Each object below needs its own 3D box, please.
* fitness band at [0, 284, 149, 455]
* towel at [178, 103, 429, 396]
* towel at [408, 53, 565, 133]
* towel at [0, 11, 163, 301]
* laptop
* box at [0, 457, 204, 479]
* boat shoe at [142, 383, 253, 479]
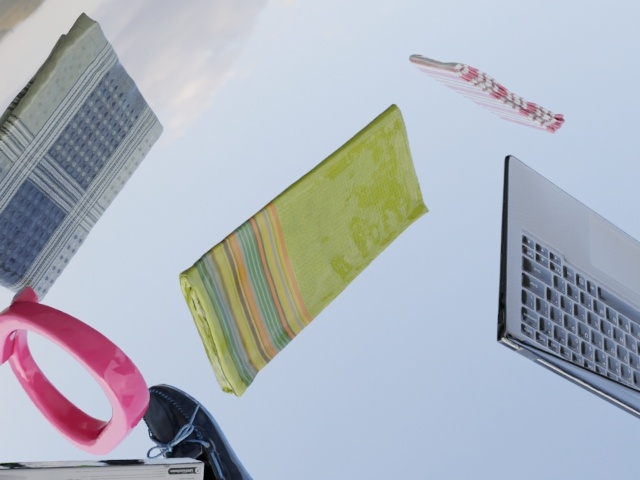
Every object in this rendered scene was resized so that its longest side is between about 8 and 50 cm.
[{"bbox_3d":[-0.309,0.166,1.045,0.054,0.209,0.291,-47,179,-35],"label":"fitness band"},{"bbox_3d":[0.000,0.000,0.615,0.021,0.102,0.237,14,-138,39],"label":"towel"},{"bbox_3d":[0.228,-0.208,1.194,0.029,0.197,0.144,-63,-154,5],"label":"towel"},{"bbox_3d":[-0.342,-0.095,1.105,0.324,0.056,0.312,-56,164,-13],"label":"towel"},{"bbox_3d":[0.411,0.101,0.952,0.236,0.382,0.408,-32,-142,45],"label":"laptop"},{"bbox_3d":[-0.202,0.241,0.714,0.036,0.207,0.114,-11,-105,62],"label":"box"},{"bbox_3d":[-0.187,0.320,1.297,0.109,0.258,0.089,-53,165,20],"label":"boat shoe"}]
